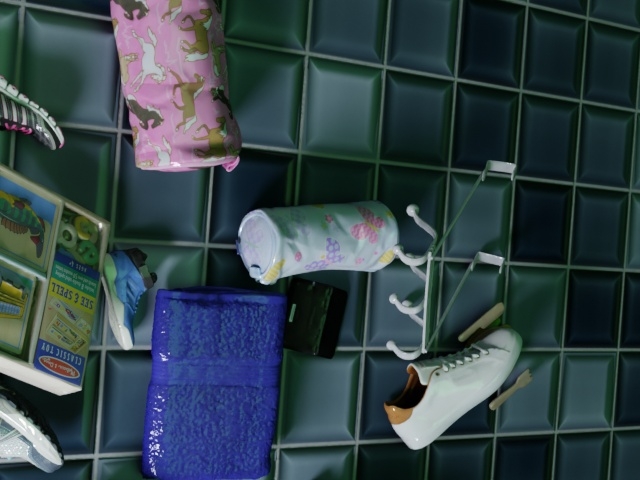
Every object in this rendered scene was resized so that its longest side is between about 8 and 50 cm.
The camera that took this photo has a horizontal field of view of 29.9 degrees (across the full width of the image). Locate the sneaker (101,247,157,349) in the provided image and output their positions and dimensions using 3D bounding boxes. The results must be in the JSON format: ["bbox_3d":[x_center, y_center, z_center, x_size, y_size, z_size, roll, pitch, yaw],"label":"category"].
[{"bbox_3d":[-0.283,0.086,1.834,0.085,0.058,0.152,-15,95,-25],"label":"sneaker"}]

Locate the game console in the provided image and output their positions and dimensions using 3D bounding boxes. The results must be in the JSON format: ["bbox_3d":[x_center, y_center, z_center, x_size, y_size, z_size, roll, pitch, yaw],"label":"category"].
[{"bbox_3d":[-0.013,0.134,2.054,0.107,0.071,0.122,13,84,-5],"label":"game console"}]

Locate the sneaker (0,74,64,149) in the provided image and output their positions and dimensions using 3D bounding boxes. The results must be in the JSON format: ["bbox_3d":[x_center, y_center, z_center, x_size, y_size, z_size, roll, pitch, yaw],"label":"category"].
[{"bbox_3d":[-0.444,-0.175,1.706,0.170,0.063,0.075,41,70,-24],"label":"sneaker"}]

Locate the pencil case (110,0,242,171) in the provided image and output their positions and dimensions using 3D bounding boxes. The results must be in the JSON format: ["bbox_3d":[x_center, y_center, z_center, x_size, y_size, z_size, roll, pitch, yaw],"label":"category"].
[{"bbox_3d":[-0.217,-0.290,1.801,0.160,0.167,0.386,-23,109,-66],"label":"pencil case"}]

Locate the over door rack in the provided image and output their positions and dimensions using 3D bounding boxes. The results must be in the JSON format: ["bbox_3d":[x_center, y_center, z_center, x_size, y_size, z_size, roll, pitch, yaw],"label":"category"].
[{"bbox_3d":[0.216,0.026,2.105,0.324,0.108,0.239,-41,145,-39],"label":"over door rack"}]

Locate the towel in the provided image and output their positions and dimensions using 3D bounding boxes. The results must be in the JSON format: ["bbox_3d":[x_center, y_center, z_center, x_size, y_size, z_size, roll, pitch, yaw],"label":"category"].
[{"bbox_3d":[-0.173,0.227,1.918,0.228,0.076,0.308,5,91,-28],"label":"towel"}]

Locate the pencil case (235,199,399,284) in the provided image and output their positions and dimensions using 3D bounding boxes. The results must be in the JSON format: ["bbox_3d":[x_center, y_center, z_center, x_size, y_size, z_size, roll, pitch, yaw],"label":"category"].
[{"bbox_3d":[0.000,0.000,1.992,0.273,0.113,0.124,-6,83,-35],"label":"pencil case"}]

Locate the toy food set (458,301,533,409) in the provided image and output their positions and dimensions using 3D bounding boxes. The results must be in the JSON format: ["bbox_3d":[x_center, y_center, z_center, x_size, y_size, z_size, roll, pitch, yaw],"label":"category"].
[{"bbox_3d":[0.325,0.219,2.285,0.132,0.038,0.192,-35,117,-20],"label":"toy food set"}]

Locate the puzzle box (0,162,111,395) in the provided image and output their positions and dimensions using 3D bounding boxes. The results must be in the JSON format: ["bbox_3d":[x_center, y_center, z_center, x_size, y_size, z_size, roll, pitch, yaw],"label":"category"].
[{"bbox_3d":[-0.467,0.018,1.611,0.409,0.052,0.272,31,54,-42],"label":"puzzle box"}]

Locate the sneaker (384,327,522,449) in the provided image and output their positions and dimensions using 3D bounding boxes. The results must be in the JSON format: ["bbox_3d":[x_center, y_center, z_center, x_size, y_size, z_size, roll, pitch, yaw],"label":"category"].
[{"bbox_3d":[0.238,0.239,2.159,0.290,0.106,0.123,-42,110,-12],"label":"sneaker"}]

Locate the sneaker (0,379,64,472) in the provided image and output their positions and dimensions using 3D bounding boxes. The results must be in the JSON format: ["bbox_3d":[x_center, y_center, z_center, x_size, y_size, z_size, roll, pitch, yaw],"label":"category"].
[{"bbox_3d":[-0.488,0.253,1.694,0.122,0.110,0.283,-48,116,-3],"label":"sneaker"}]
